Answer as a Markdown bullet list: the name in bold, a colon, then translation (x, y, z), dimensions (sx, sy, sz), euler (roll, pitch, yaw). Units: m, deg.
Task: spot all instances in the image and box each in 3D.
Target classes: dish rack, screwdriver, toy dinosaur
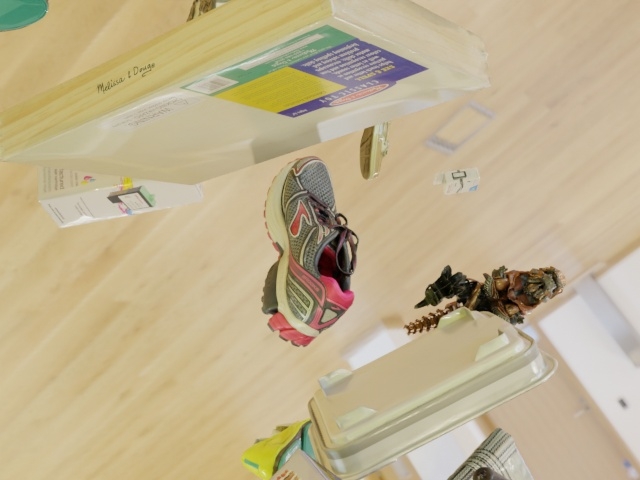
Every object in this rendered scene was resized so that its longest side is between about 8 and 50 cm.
- **dish rack**: translation (0.128, 0.190, 1.197), dimensions (0.333, 0.072, 0.285), euler (-26, -173, -3)
- **screwdriver**: translation (0.174, 0.230, 0.744), dimensions (0.025, 0.024, 0.170), euler (-55, 130, -13)
- **toy dinosaur**: translation (0.298, 0.134, 1.654), dimensions (0.218, 0.164, 0.322), euler (-10, 148, -52)

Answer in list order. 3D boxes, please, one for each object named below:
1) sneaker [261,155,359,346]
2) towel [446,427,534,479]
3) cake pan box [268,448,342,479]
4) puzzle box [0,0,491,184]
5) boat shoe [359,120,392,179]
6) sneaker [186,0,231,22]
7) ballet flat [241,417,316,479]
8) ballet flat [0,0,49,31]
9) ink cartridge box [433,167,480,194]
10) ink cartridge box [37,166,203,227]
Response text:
- **sneaker**: translation (0.000, 0.000, 1.187), dimensions (0.121, 0.299, 0.112), euler (29, 131, -32)
- **towel**: translation (0.209, 0.437, 1.032), dimensions (0.056, 0.324, 0.312), euler (-20, -173, 46)
- **cake pan box**: translation (-0.041, 0.387, 0.985), dimensions (0.267, 0.070, 0.246), euler (-44, 131, -5)
- **puzzle box**: translation (-0.076, -0.136, 0.849), dimensions (0.409, 0.052, 0.272), euler (-14, 169, 34)
- **boat shoe**: translation (0.093, -0.166, 1.340), dimensions (0.048, 0.153, 0.056), euler (9, 170, -16)
- **sneaker**: translation (-0.083, -0.268, 1.159), dimensions (0.182, 0.410, 0.158), euler (17, 119, -17)
- **ballet flat**: translation (-0.053, 0.320, 1.378), dimensions (0.231, 0.077, 0.077), euler (-6, 102, -68)
- **ballet flat**: translation (-0.445, -0.292, 1.088), dimensions (0.206, 0.067, 0.073), euler (-14, 130, -28)
- **ink cartridge box**: translation (0.267, -0.115, 1.727), dimensions (0.083, 0.028, 0.048), euler (-8, 154, -3)
- **ink cartridge box**: translation (-0.372, -0.157, 1.635), dimensions (0.278, 0.201, 0.117), euler (-11, 153, 1)
